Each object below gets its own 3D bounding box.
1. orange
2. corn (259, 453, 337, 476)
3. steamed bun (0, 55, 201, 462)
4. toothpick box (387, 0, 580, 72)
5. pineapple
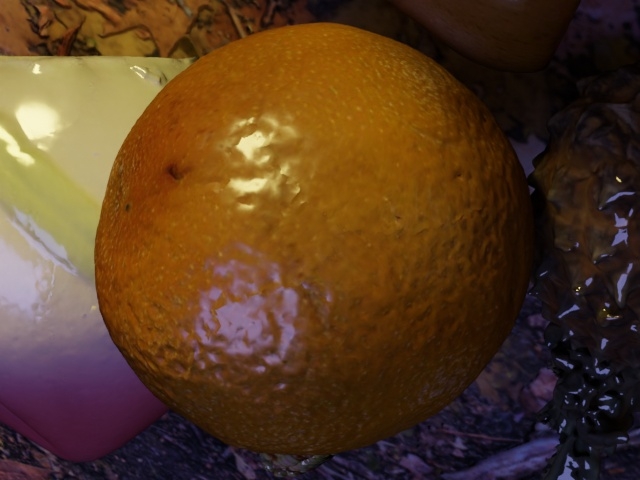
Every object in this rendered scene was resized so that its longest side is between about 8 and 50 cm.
[{"bbox_3d":[0.000,0.000,0.945,0.264,0.264,0.264,18,135,19],"label":"orange"},{"bbox_3d":[0.015,0.119,1.295,0.086,0.086,0.253,38,140,-3],"label":"corn"},{"bbox_3d":[-0.176,0.016,1.137,0.309,0.309,0.309,18,135,19],"label":"steamed bun"},{"bbox_3d":[0.023,-0.216,0.923,0.294,0.192,0.192,25,137,2],"label":"toothpick box"},{"bbox_3d":[0.205,0.037,1.064,0.175,0.175,0.361,22,149,14],"label":"pineapple"}]
